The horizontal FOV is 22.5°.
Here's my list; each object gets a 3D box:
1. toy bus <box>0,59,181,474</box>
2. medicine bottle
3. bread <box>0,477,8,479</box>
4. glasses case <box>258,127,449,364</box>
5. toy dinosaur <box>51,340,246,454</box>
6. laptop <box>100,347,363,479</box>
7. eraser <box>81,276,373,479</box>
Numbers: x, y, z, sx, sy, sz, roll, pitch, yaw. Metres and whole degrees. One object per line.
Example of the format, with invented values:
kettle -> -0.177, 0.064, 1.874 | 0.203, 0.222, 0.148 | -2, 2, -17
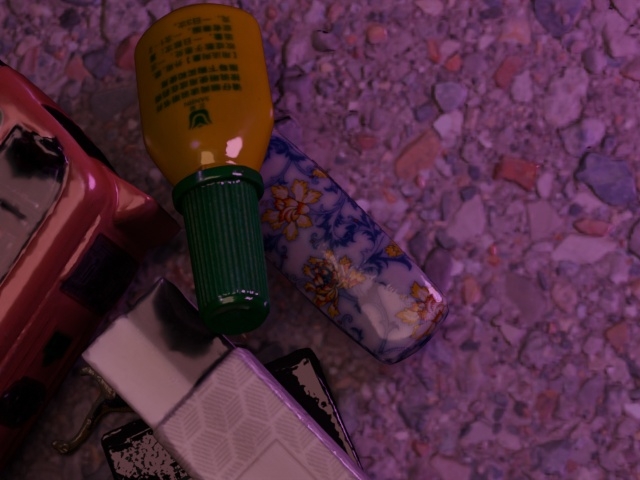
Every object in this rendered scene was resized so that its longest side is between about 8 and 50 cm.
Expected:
toy bus -> -0.318, 0.072, 1.299 | 0.233, 0.203, 0.427 | 32, 84, 15
medicine bottle -> -0.086, -0.064, 1.289 | 0.111, 0.076, 0.309 | -17, 53, 10
bread -> -0.235, 0.279, 1.144 | 0.251, 0.376, 0.208 | -12, 64, 25
glasses case -> 0.000, 0.000, 1.321 | 0.087, 0.065, 0.248 | -41, 67, -6
toy dinosaur -> -0.153, 0.113, 1.342 | 0.180, 0.037, 0.058 | -30, 93, 9
laptop -> -0.071, 0.182, 1.310 | 0.197, 0.016, 0.135 | -25, 77, 4
eraser -> -0.008, 0.202, 1.236 | 0.098, 0.096, 0.404 | -45, 79, -3
